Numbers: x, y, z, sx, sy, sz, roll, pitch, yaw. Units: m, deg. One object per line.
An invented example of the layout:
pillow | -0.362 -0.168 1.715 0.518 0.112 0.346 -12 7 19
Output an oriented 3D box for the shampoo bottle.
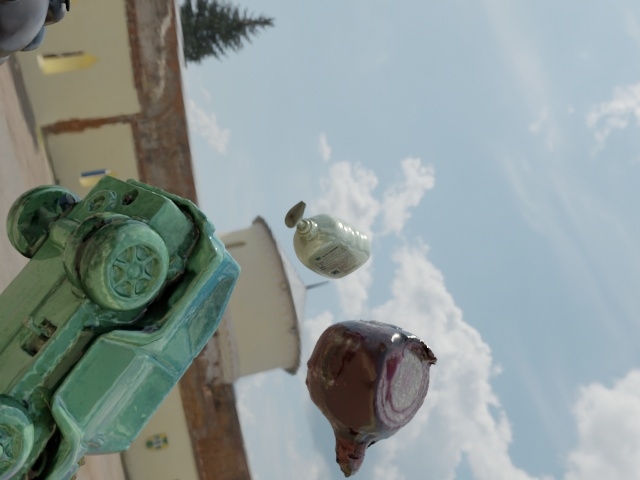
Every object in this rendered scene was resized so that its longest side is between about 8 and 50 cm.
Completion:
shampoo bottle | 0.000 0.000 0.850 0.152 0.077 0.045 32 28 -58

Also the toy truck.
toy truck | -0.198 0.079 0.570 0.155 0.279 0.156 19 -23 42

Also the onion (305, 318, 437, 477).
onion | 0.044 0.194 0.938 0.135 0.173 0.198 19 -99 46

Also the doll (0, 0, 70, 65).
doll | -0.298 -0.193 0.581 0.257 0.182 0.117 11 -76 59

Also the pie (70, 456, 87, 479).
pie | -0.421 0.192 0.760 0.288 0.355 0.103 -68 169 -49
